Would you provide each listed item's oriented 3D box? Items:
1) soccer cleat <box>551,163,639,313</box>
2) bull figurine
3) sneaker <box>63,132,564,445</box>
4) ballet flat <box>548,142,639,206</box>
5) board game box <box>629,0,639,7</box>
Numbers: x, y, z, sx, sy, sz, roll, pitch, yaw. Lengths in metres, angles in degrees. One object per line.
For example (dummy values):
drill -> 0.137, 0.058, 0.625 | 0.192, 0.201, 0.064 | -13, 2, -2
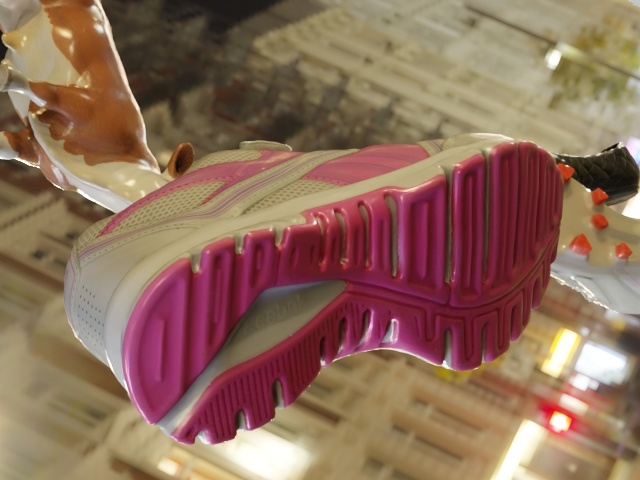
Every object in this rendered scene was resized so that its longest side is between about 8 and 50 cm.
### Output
soccer cleat -> 0.156, 0.008, 0.898 | 0.076, 0.196, 0.068 | -46, 41, 46
bull figurine -> -0.212, -0.121, 1.285 | 0.101, 0.310, 0.188 | -41, -34, 23
sneaker -> 0.000, 0.000, 0.664 | 0.252, 0.111, 0.103 | -10, -65, -39
ballet flat -> 0.185, -0.054, 1.236 | 0.173, 0.049, 0.057 | 1, -26, -44
board game box -> 0.370, -0.266, 1.238 | 0.242, 0.316, 0.064 | 18, -117, -45
